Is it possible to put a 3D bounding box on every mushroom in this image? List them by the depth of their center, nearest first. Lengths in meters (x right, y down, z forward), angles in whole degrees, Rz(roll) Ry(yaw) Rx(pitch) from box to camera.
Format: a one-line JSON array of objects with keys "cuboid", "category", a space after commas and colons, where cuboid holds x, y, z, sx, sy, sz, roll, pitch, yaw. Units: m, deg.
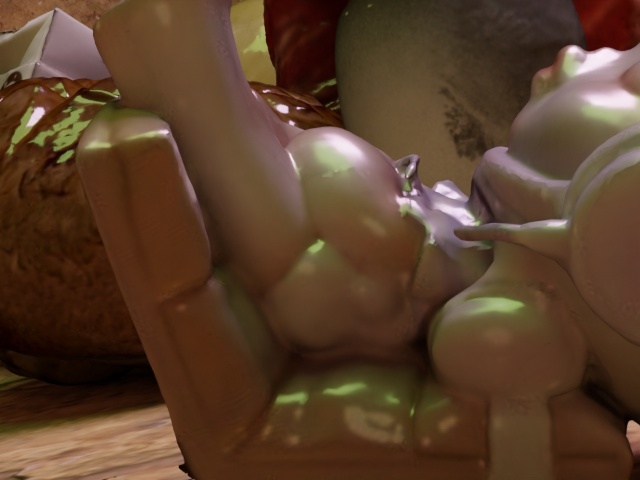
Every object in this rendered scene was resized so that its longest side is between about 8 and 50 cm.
[{"cuboid": [-0.081, -0.006, 0.782, 0.253, 0.153, 0.253, -1, 2, 0], "category": "mushroom"}]

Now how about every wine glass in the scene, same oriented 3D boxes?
[{"cuboid": [0.065, -0.060, 0.696, 0.111, 0.204, 0.111, -11, 5, 1], "category": "wine glass"}]

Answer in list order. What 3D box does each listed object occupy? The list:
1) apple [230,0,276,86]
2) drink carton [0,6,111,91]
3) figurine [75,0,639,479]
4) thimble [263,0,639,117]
[{"cuboid": [-0.021, -0.097, 1.364, 0.295, 0.233, 0.257, -12, 7, -36], "category": "apple"}, {"cuboid": [-0.196, -0.034, 1.057, 0.194, 0.132, 0.324, 30, -20, -32], "category": "drink carton"}, {"cuboid": [0.071, -0.012, 0.372, 0.236, 0.141, 0.162, -9, 8, 14], "category": "figurine"}, {"cuboid": [0.116, -0.144, 0.922, 0.230, 0.350, 0.350, -12, 4, -25], "category": "thimble"}]
